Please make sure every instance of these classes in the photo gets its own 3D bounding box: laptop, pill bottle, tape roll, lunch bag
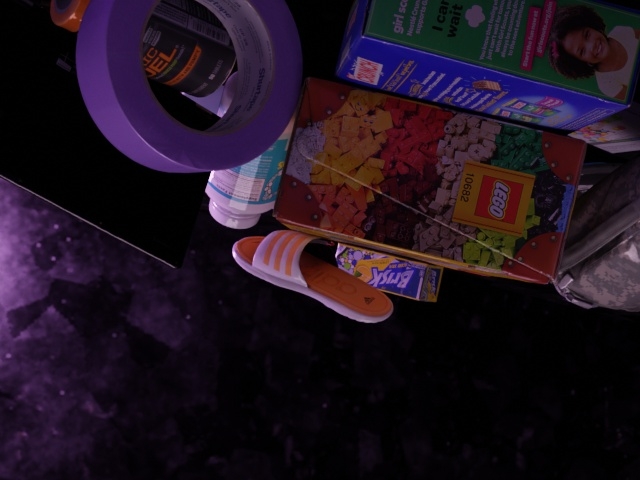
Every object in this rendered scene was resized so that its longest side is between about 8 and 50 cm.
[{"bbox_3d":[-0.363,-0.179,1.646,0.382,0.408,0.236,30,145,-25],"label":"laptop"},{"bbox_3d":[-0.116,-0.146,1.891,0.146,0.146,0.264,13,130,-8],"label":"pill bottle"},{"bbox_3d":[-0.158,-0.221,1.402,0.274,0.275,0.090,17,170,-34],"label":"tape roll"},{"bbox_3d":[-0.242,-0.293,1.549,0.245,0.130,0.130,18,170,-39],"label":"pill bottle"},{"bbox_3d":[0.469,-0.031,1.527,0.256,0.213,0.305,-12,162,-27],"label":"lunch bag"}]

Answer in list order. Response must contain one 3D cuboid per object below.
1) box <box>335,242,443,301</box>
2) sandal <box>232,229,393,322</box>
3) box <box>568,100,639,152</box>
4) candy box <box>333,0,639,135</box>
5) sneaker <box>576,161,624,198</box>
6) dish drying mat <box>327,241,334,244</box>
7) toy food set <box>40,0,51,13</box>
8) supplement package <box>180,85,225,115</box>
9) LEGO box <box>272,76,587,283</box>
[{"bbox_3d":[0.103,0.050,1.754,0.169,0.059,0.054,13,-178,35],"label":"box"},{"bbox_3d":[-0.004,0.033,1.679,0.265,0.076,0.102,24,-146,20],"label":"sandal"},{"bbox_3d":[0.425,-0.179,1.687,0.186,0.038,0.145,18,170,-30],"label":"box"},{"bbox_3d":[0.190,-0.229,1.364,0.317,0.122,0.268,12,176,-6],"label":"candy box"},{"bbox_3d":[0.573,-0.048,2.014,0.340,0.140,0.125,15,175,-11],"label":"sneaker"},{"bbox_3d":[0.000,0.000,1.882,0.032,0.008,0.083,14,179,-13],"label":"dish drying mat"},{"bbox_3d":[-0.406,-0.352,1.807,0.078,0.019,0.122,13,164,-9],"label":"toy food set"},{"bbox_3d":[-0.133,-0.169,2.098,0.293,0.178,0.175,13,173,-11],"label":"supplement package"},{"bbox_3d":[0.139,-0.073,1.666,0.372,0.193,0.500,13,179,0],"label":"LEGO box"}]
